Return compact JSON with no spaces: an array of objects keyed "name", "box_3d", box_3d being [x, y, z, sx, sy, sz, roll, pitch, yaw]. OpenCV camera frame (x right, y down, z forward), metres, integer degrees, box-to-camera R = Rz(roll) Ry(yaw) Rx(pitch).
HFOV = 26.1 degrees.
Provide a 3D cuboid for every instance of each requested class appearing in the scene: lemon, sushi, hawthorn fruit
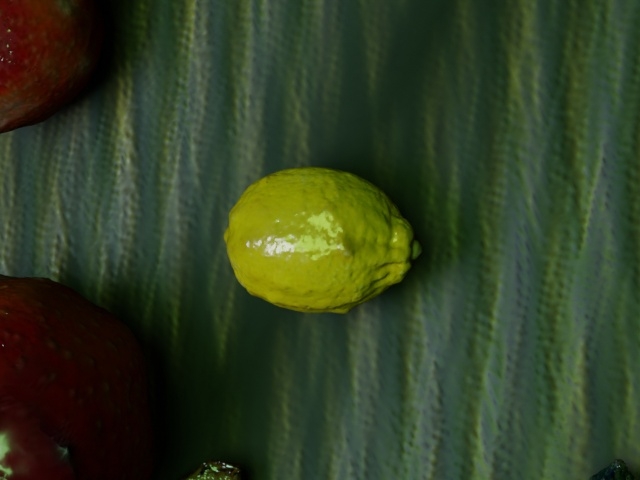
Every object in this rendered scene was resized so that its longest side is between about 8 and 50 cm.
[{"name":"lemon","box_3d":[0.000,0.000,1.040,0.155,0.114,0.114,2,88,20]},{"name":"sushi","box_3d":[-0.106,0.215,1.096,0.061,0.060,0.118,35,100,13]},{"name":"hawthorn fruit","box_3d":[-0.262,0.143,1.028,0.254,0.300,0.254,-1,88,17]},{"name":"hawthorn fruit","box_3d":[-0.255,-0.181,1.121,0.188,0.169,0.169,-41,75,14]}]

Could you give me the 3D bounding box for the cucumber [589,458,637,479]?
[{"name":"cucumber","box_3d":[0.205,0.280,0.983,0.067,0.067,0.245,-5,83,19]}]
